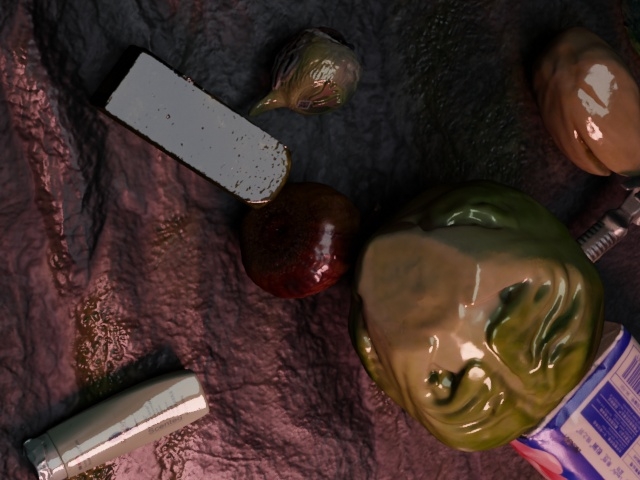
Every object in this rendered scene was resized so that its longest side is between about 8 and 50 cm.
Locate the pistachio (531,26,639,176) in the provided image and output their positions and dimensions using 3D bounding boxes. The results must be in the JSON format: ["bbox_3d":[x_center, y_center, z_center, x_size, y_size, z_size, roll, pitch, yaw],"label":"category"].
[{"bbox_3d":[0.344,-0.167,1.678,0.136,0.136,0.226,-42,124,-11],"label":"pistachio"}]

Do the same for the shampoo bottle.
[{"bbox_3d":[-0.233,0.215,1.532,0.212,0.049,0.072,-27,118,-18],"label":"shampoo bottle"}]

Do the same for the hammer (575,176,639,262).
[{"bbox_3d":[0.352,0.006,1.734,0.226,0.041,0.159,-42,161,0],"label":"hammer"}]

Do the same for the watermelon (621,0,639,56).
[{"bbox_3d":[0.487,-0.298,1.703,0.222,0.319,0.292,8,95,7],"label":"watermelon"}]

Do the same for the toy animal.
[{"bbox_3d":[-0.022,-0.189,1.511,0.137,0.098,0.098,-16,113,6],"label":"toy animal"}]

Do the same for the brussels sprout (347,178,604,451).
[{"bbox_3d":[0.170,0.076,1.550,0.289,0.281,0.355,-48,152,10],"label":"brussels sprout"}]

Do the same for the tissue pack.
[{"bbox_3d":[0.385,0.255,1.808,0.209,0.137,0.270,-49,116,-7],"label":"tissue pack"}]

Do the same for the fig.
[{"bbox_3d":[0.000,0.000,1.566,0.201,0.146,0.133,0,91,-62],"label":"fig"}]

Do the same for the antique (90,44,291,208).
[{"bbox_3d":[-0.134,-0.118,1.459,0.221,0.080,0.081,34,88,-23],"label":"antique"}]
